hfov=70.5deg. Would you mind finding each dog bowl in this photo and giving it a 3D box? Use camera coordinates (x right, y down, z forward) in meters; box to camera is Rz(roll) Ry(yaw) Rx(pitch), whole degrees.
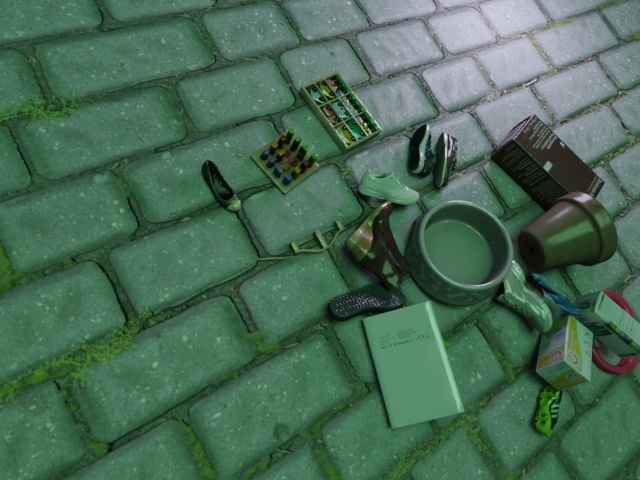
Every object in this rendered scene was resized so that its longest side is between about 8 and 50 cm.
[{"bbox_3d":[0.447,0.027,1.443,0.349,0.102,0.349,3,65,-6],"label":"dog bowl"}]

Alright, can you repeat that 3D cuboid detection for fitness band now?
[{"bbox_3d":[1.023,0.321,1.597,0.209,0.054,0.291,17,67,-16],"label":"fitness band"}]

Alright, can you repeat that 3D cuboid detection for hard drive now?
[{"bbox_3d":[0.257,0.346,1.278,0.203,0.040,0.307,-16,75,6],"label":"hard drive"}]

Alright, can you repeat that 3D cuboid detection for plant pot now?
[{"bbox_3d":[0.823,-0.008,1.555,0.229,0.263,0.263,-21,78,-8],"label":"plant pot"}]

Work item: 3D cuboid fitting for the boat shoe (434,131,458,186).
[{"bbox_3d":[0.451,-0.283,1.602,0.068,0.081,0.228,15,64,-9],"label":"boat shoe"}]

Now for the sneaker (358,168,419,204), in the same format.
[{"bbox_3d":[0.234,-0.178,1.470,0.212,0.094,0.080,9,28,-16],"label":"sneaker"}]

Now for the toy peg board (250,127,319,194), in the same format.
[{"bbox_3d":[-0.101,-0.258,1.403,0.160,0.079,0.161,-41,87,-27],"label":"toy peg board"}]

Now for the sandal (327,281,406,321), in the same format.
[{"bbox_3d":[0.134,0.183,1.334,0.254,0.054,0.097,-7,49,-24],"label":"sandal"}]

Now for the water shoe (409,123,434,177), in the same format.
[{"bbox_3d":[0.362,-0.314,1.601,0.080,0.073,0.203,29,66,-31],"label":"water shoe"}]

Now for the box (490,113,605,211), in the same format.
[{"bbox_3d":[0.855,-0.268,1.708,0.381,0.143,0.191,44,63,-1],"label":"box"}]

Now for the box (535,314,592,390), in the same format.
[{"bbox_3d":[0.773,0.353,1.432,0.103,0.114,0.203,39,48,-2],"label":"box"}]

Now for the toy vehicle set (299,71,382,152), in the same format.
[{"bbox_3d":[0.069,-0.443,1.554,0.166,0.035,0.267,-33,84,-27],"label":"toy vehicle set"}]

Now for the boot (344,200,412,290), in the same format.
[{"bbox_3d":[0.205,0.012,1.402,0.207,0.090,0.248,45,57,-2],"label":"boot"}]

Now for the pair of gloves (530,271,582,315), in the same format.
[{"bbox_3d":[0.789,0.175,1.522,0.159,0.023,0.198,29,28,-6],"label":"pair of gloves"}]

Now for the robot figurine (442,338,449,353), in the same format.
[{"bbox_3d":[0.323,0.316,1.342,0.115,0.067,0.101,5,100,-18],"label":"robot figurine"}]

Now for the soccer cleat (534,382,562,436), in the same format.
[{"bbox_3d":[0.717,0.524,1.414,0.072,0.060,0.179,52,58,-21],"label":"soccer cleat"}]

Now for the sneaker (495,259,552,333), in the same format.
[{"bbox_3d":[0.645,0.199,1.494,0.121,0.099,0.262,-25,72,-18],"label":"sneaker"}]

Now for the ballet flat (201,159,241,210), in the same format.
[{"bbox_3d":[-0.291,-0.156,1.314,0.057,0.049,0.173,-35,85,-26],"label":"ballet flat"}]

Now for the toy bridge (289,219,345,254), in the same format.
[{"bbox_3d":[0.000,0.000,1.371,0.188,0.026,0.063,-26,83,-26],"label":"toy bridge"}]

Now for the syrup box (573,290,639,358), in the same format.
[{"bbox_3d":[0.966,0.281,1.504,0.237,0.093,0.096,39,62,-5],"label":"syrup box"}]
